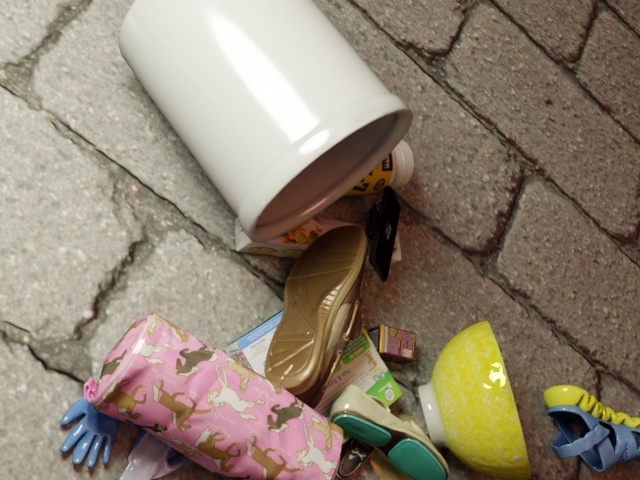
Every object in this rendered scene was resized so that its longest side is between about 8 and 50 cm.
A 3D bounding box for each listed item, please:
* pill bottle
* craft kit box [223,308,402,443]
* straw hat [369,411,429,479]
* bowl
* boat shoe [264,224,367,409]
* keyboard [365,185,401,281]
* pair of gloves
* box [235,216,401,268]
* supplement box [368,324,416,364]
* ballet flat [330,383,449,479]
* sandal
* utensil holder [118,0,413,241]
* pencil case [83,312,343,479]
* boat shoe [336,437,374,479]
[{"bbox_3d":[0.067,-0.143,1.736,0.208,0.119,0.119,-7,76,-36],"label":"pill bottle"},{"bbox_3d":[-0.007,0.227,1.586,0.250,0.061,0.246,-30,88,-38],"label":"craft kit box"},{"bbox_3d":[0.160,0.371,1.642,0.144,0.061,0.144,13,65,-30],"label":"straw hat"},{"bbox_3d":[0.265,0.301,1.660,0.156,0.289,0.289,-15,78,5],"label":"bowl"},{"bbox_3d":[0.010,0.129,1.546,0.123,0.123,0.342,59,38,-41],"label":"boat shoe"},{"bbox_3d":[0.105,-0.022,1.682,0.192,0.038,0.100,-76,149,-42],"label":"keyboard"},{"bbox_3d":[-0.288,0.294,1.382,0.198,0.023,0.159,39,55,-16],"label":"pair of gloves"},{"bbox_3d":[0.000,0.000,1.669,0.324,0.067,0.063,9,67,-33],"label":"box"},{"bbox_3d":[0.132,0.193,1.701,0.083,0.043,0.055,18,63,-28],"label":"supplement box"},{"bbox_3d":[0.124,0.326,1.565,0.248,0.086,0.086,37,55,-19],"label":"ballet flat"},{"bbox_3d":[0.582,0.414,1.893,0.317,0.126,0.138,24,64,-16],"label":"sandal"},{"bbox_3d":[-0.094,-0.247,1.498,0.327,0.327,0.385,-28,75,-39],"label":"utensil holder"},{"bbox_3d":[-0.152,0.262,1.368,0.386,0.160,0.167,36,56,-16],"label":"pencil case"},{"bbox_3d":[0.070,0.359,1.594,0.046,0.038,0.125,49,57,-9],"label":"boat shoe"}]
